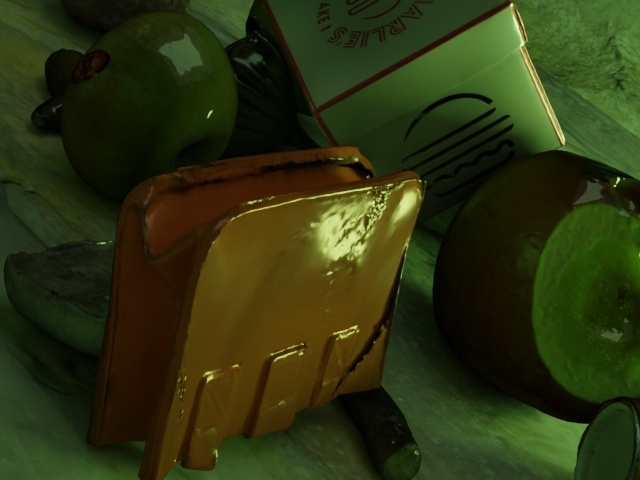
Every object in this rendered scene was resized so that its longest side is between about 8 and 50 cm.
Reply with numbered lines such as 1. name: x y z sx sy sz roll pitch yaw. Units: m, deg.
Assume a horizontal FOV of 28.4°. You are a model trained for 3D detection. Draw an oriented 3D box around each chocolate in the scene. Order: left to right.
1. chocolate: -0.201 0.073 1.400 0.185 0.100 0.303 31 17 28

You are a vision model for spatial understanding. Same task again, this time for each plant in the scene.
1. plant: -0.049 -0.176 1.895 0.333 0.251 0.180 24 40 -13

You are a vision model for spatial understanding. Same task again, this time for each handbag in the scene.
1. handbag: -0.055 0.063 1.328 0.116 0.304 0.410 25 22 30

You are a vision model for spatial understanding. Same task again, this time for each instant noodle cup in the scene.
1. instant noodle cup: 0.437 0.299 1.615 0.172 0.216 0.216 16 25 -11

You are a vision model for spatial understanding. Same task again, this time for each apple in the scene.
1. apple: -0.220 -0.173 1.678 0.194 0.261 0.260 46 26 19
2. apple: 0.356 0.062 1.794 0.384 0.374 0.374 38 22 32

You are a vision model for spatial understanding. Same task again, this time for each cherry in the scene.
1. cherry: -0.350 -0.460 2.172 0.285 0.213 0.236 33 29 -21

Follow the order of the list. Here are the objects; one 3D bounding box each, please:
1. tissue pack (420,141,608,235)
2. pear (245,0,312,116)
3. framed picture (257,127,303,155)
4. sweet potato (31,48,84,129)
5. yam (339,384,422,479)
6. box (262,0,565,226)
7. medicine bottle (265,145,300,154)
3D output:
1. tissue pack: 0.376 -0.044 2.123 0.380 0.207 0.297 27 -9 -9
2. pear: 0.007 -0.358 2.353 0.287 0.287 0.375 16 47 -33
3. framed picture: -0.136 -0.185 2.031 0.142 0.011 0.183 40 49 20
4. sweet potato: -0.368 -0.212 1.834 0.081 0.062 0.233 10 30 -11
5. yam: 0.047 0.183 1.541 0.061 0.061 0.274 15 26 -33
6. box: 0.140 -0.252 1.882 0.300 0.314 0.312 55 9 -44
7. medicine bottle: -0.069 -0.134 2.053 0.092 0.061 0.221 -9 42 -32
